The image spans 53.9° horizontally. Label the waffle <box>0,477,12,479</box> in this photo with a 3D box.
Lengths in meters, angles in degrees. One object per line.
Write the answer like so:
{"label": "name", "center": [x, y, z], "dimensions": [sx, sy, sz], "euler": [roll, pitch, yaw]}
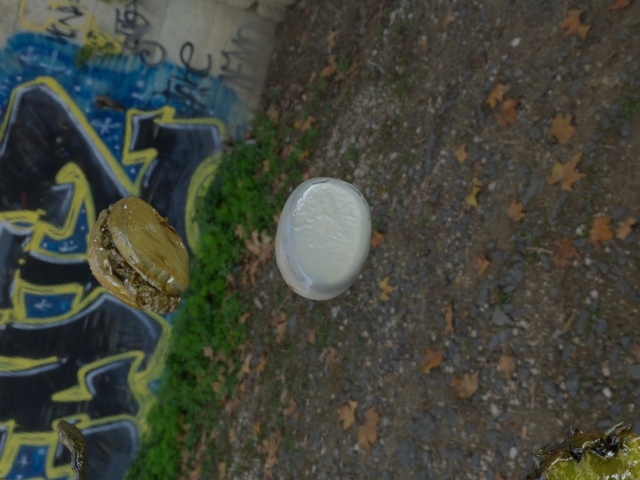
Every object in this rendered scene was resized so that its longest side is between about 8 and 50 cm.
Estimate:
{"label": "waffle", "center": [-0.526, 0.475, 1.073], "dimensions": [0.032, 0.191, 0.125], "euler": [72, -151, -70]}

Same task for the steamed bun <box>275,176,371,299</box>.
{"label": "steamed bun", "center": [0.000, 0.000, 1.172], "dimensions": [0.131, 0.177, 0.228], "euler": [149, 130, -67]}

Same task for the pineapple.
{"label": "pineapple", "center": [0.324, 0.366, 0.858], "dimensions": [0.334, 0.161, 0.158], "euler": [-61, -9, -13]}

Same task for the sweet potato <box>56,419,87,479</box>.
{"label": "sweet potato", "center": [-0.438, 0.364, 1.123], "dimensions": [0.153, 0.038, 0.041], "euler": [40, 112, 47]}

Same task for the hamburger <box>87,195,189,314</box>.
{"label": "hamburger", "center": [-0.229, 0.020, 0.807], "dimensions": [0.083, 0.138, 0.147], "euler": [-33, 35, 14]}
